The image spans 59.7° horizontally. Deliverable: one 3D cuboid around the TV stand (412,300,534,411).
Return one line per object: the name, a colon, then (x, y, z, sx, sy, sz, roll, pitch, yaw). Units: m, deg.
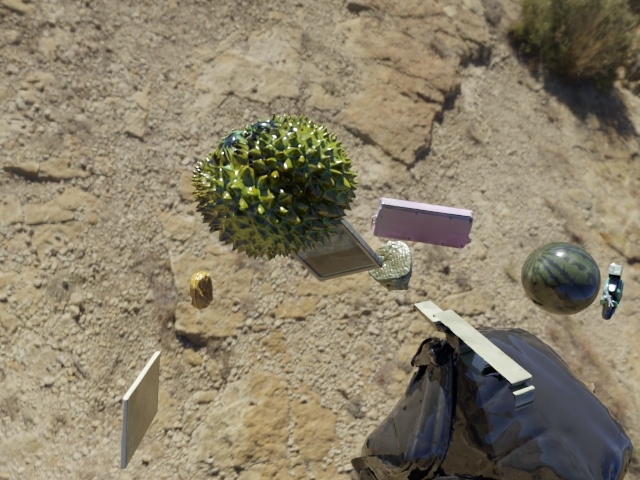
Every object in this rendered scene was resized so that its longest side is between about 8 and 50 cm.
TV stand: (0.214, 0.152, 0.815, 0.036, 0.042, 0.249, -13, 27, -19)

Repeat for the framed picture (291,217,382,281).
framed picture: (0.000, 0.000, 1.256, 0.260, 0.189, 0.023, 46, 44, -35)

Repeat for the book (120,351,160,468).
book: (-0.533, 0.494, 1.664, 0.021, 0.217, 0.310, 6, 12, -1)

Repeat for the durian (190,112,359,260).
durian: (-0.068, -0.087, 0.905, 0.291, 0.291, 0.225, -36, 109, -39)

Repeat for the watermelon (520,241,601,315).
watermelon: (0.676, 0.107, 1.571, 0.212, 0.212, 0.212, 14, 55, -20)

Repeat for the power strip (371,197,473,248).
power strip: (0.275, -0.046, 1.509, 0.278, 0.109, 0.038, 8, 35, -2)

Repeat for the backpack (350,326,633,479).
backpack: (0.247, 0.369, 0.941, 0.254, 0.446, 0.363, -6, 49, -46)

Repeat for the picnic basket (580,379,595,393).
picnic basket: (0.447, 0.281, 1.006, 0.083, 0.072, 0.072, 7, 41, 31)

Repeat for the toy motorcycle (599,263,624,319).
toy motorcycle: (0.930, 0.171, 1.785, 0.173, 0.058, 0.100, -63, 142, -24)

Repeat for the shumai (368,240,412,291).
shumai: (0.282, 0.100, 2.067, 0.142, 0.184, 0.184, 38, 32, -59)

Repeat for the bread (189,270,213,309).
bread: (-0.339, 0.142, 1.580, 0.044, 0.111, 0.083, 5, 17, 17)
